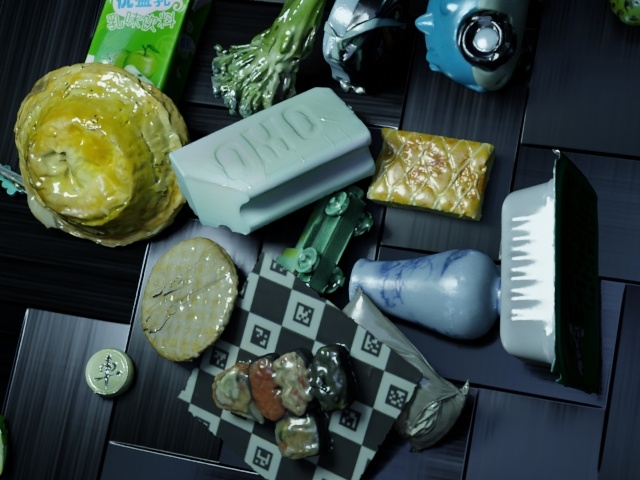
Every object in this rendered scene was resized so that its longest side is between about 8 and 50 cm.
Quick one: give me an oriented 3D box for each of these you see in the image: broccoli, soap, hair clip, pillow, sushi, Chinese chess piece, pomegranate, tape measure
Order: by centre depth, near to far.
[{"bbox_3d":[0.103,0.210,1.734,0.255,0.059,0.169,43,125,13],"label":"pillow"},{"bbox_3d":[-0.056,0.239,1.739,0.339,0.069,0.320,38,110,19],"label":"sushi"},{"bbox_3d":[0.532,-0.404,1.785,0.161,0.122,0.122,-13,72,-29],"label":"pomegranate"},{"bbox_3d":[-0.077,-0.126,1.789,0.289,0.095,0.173,-26,46,-13],"label":"soap"},{"bbox_3d":[-0.062,-0.338,1.828,0.304,0.145,0.165,-51,40,30],"label":"broccoli"},{"bbox_3d":[0.073,-0.352,1.837,0.107,0.182,0.181,24,82,16],"label":"tape measure"},{"bbox_3d":[-0.357,0.224,1.892,0.084,0.034,0.084,-3,77,12],"label":"Chinese chess piece"},{"bbox_3d":[-0.576,-0.119,2.011,0.173,0.049,0.049,30,87,22],"label":"hair clip"}]

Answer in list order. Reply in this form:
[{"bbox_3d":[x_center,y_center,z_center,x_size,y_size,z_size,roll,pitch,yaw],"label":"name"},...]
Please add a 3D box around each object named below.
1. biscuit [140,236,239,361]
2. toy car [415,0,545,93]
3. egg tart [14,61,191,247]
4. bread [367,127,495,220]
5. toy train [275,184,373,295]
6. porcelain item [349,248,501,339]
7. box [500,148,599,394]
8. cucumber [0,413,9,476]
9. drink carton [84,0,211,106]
[{"bbox_3d":[-0.220,0.097,1.849,0.219,0.033,0.220,-15,64,35],"label":"biscuit"},{"bbox_3d":[0.249,-0.368,1.795,0.190,0.188,0.255,13,94,24],"label":"toy car"},{"bbox_3d":[-0.374,-0.130,1.862,0.341,0.129,0.341,5,114,11],"label":"egg tart"},{"bbox_3d":[0.180,-0.106,1.817,0.188,0.068,0.126,11,81,15],"label":"bread"},{"bbox_3d":[0.001,0.000,1.816,0.132,0.083,0.200,4,61,54],"label":"toy train"},{"bbox_3d":[0.178,0.081,1.749,0.259,0.141,0.141,3,79,21],"label":"porcelain item"},{"bbox_3d":[0.337,0.053,1.658,0.106,0.264,0.337,-2,77,27],"label":"box"},{"bbox_3d":[-0.555,0.352,1.911,0.067,0.035,0.107,-19,75,27],"label":"cucumber"},{"bbox_3d":[-0.312,-0.338,1.962,0.161,0.108,0.271,15,81,13],"label":"drink carton"}]
